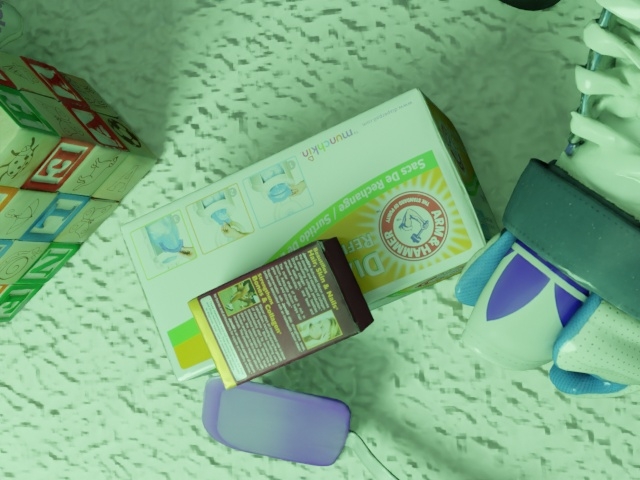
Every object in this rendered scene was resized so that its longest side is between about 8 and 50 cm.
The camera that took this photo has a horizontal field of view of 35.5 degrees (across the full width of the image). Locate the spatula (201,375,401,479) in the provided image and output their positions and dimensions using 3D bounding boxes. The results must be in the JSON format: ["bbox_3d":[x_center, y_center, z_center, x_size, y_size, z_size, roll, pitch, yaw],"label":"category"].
[{"bbox_3d":[0.063,0.159,0.629,0.296,0.030,0.084,24,138,9],"label":"spatula"}]

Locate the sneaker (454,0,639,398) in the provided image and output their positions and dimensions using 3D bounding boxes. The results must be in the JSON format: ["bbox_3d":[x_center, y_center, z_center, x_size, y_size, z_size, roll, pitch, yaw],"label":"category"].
[{"bbox_3d":[0.154,-0.040,0.466,0.236,0.323,0.130,-44,52,-8],"label":"sneaker"}]

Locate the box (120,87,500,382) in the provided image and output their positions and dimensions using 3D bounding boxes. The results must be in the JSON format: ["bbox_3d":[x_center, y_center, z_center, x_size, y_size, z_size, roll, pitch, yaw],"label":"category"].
[{"bbox_3d":[0.000,0.000,0.623,0.203,0.114,0.103,-24,83,13],"label":"box"}]

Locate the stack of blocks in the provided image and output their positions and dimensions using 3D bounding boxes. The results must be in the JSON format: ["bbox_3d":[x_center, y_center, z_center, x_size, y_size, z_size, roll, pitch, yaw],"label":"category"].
[{"bbox_3d":[-0.268,0.014,0.670,0.297,0.171,0.087,-46,77,11],"label":"stack of blocks"}]

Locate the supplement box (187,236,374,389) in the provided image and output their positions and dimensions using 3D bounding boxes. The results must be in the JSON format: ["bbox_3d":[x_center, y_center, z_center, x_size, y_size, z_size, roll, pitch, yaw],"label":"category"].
[{"bbox_3d":[-0.021,0.039,0.546,0.083,0.043,0.055,-24,88,14],"label":"supplement box"}]

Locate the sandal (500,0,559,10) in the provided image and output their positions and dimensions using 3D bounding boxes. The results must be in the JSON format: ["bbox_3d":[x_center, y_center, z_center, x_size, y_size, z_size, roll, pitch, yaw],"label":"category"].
[{"bbox_3d":[0.042,-0.216,0.624,0.254,0.054,0.097,23,138,15],"label":"sandal"}]

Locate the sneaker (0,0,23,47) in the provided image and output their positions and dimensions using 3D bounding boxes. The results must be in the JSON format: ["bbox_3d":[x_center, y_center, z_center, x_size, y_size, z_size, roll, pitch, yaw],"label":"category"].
[{"bbox_3d":[-0.305,-0.055,0.711,0.305,0.152,0.114,-55,49,31],"label":"sneaker"}]
